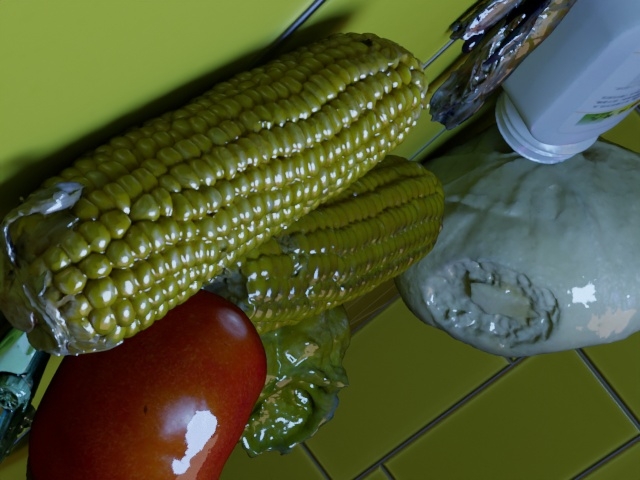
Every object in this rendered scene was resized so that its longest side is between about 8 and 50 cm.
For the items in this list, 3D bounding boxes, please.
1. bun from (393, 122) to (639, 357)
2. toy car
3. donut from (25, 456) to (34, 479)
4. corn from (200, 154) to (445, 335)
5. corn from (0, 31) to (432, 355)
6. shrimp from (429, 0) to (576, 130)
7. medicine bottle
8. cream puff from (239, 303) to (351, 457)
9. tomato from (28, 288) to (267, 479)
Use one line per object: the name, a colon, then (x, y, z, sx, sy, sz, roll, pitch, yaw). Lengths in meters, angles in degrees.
bun: (0.256, -0.031, 1.425, 0.364, 0.364, 0.202, -32, 127, -34)
toy car: (-0.223, 0.103, 0.839, 0.186, 0.058, 0.093, -59, -178, 37)
donut: (-0.243, 0.218, 1.282, 0.187, 0.144, 0.126, -3, -168, 43)
corn: (0.000, 0.000, 1.060, 0.120, 0.120, 0.363, -43, 167, 35)
corn: (-0.055, -0.040, 0.673, 0.293, 0.106, 0.106, -36, 173, -33)
shrimp: (0.148, -0.163, 1.007, 0.152, 0.046, 0.219, -29, 164, -52)
medicine bottle: (0.289, -0.192, 1.204, 0.179, 0.124, 0.324, -25, 166, -23)
cream puff: (-0.066, 0.186, 1.591, 0.282, 0.185, 0.282, -39, 175, -4)
tomato: (-0.124, 0.122, 0.849, 0.195, 0.136, 0.195, -63, -176, 9)
